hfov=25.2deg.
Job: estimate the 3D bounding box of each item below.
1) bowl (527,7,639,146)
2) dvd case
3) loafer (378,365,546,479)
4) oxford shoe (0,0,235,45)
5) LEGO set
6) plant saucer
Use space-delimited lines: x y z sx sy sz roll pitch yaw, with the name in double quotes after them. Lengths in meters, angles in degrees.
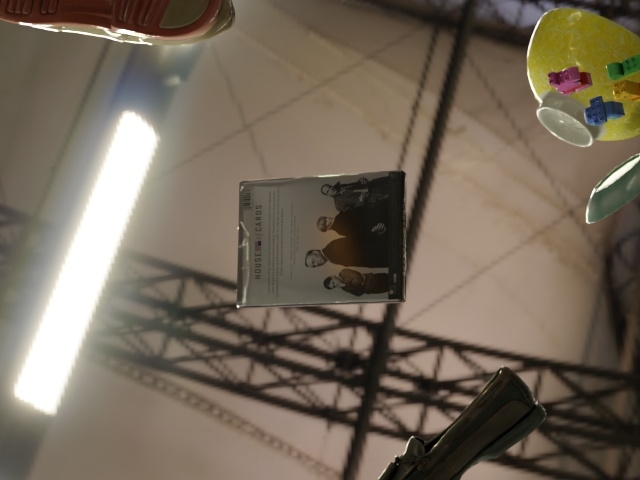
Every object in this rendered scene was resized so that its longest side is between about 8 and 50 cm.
0.473 -0.262 2.552 0.289 0.289 0.156 45 -107 -36 "bowl"
0.000 0.000 1.952 0.029 0.239 0.179 25 -116 -66 "dvd case"
0.146 0.254 1.760 0.267 0.096 0.084 -34 -83 -4 "loafer"
-0.293 -0.305 1.739 0.146 0.397 0.140 24 -96 -76 "oxford shoe"
0.404 -0.215 1.942 0.093 0.227 0.087 3 -107 -47 "LEGO set"
0.531 -0.105 2.508 0.037 0.195 0.195 50 -136 -5 "plant saucer"
